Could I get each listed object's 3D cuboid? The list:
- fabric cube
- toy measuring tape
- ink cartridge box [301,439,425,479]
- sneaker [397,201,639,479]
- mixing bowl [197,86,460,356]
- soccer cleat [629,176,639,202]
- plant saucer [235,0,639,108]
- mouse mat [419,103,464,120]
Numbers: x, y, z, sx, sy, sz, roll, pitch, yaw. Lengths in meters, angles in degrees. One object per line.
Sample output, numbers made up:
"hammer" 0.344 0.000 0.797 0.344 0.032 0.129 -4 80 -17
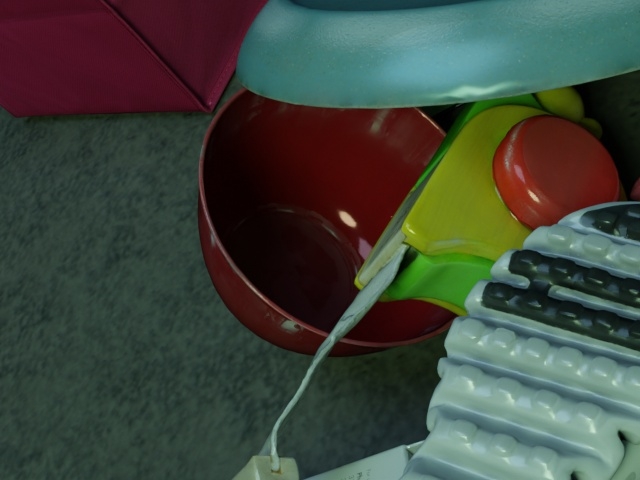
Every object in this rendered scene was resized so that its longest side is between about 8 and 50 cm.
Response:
"fabric cube" -0.201 -0.276 1.035 0.258 0.259 0.254 5 59 41
"toy measuring tape" 0.078 0.030 0.626 0.121 0.121 0.330 -3 39 38
"ink cartridge box" 0.023 0.163 0.606 0.181 0.104 0.062 -24 44 23
"sneaker" 0.095 0.099 0.523 0.110 0.118 0.292 20 57 32
"mixing bowl" 0.000 0.000 0.736 0.098 0.181 0.181 128 156 -52
"soccer cleat" 0.251 0.028 0.551 0.116 0.108 0.318 -50 38 22
"plant saucer" 0.102 -0.147 0.721 0.317 0.044 0.317 -11 21 4
"mouse mat" 0.070 -0.150 0.904 0.152 0.007 0.190 -28 45 18
